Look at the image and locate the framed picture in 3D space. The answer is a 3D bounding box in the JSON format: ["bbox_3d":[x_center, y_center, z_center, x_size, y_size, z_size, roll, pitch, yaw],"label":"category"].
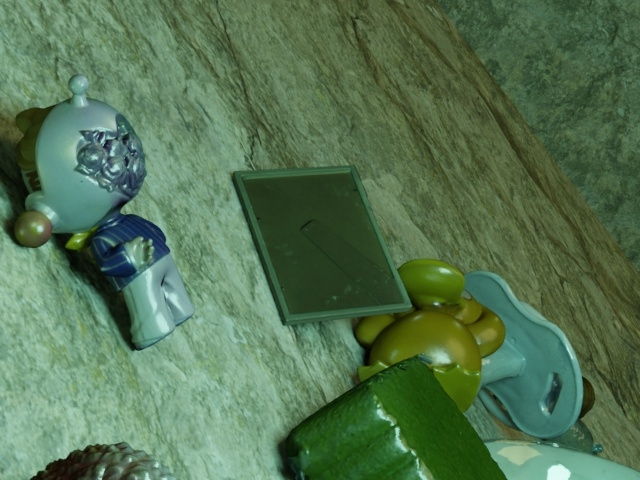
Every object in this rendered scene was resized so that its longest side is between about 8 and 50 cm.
[{"bbox_3d":[0.000,0.000,2.026,0.184,0.016,0.250,-6,55,-24],"label":"framed picture"}]

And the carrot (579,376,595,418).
[{"bbox_3d":[0.410,0.248,2.530,0.078,0.078,0.298,62,6,17],"label":"carrot"}]

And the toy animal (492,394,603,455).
[{"bbox_3d":[0.369,0.293,2.475,0.253,0.070,0.079,39,9,-30],"label":"toy animal"}]

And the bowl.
[{"bbox_3d":[0.316,0.385,2.050,0.313,0.146,0.313,11,12,-2],"label":"bowl"}]

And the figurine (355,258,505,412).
[{"bbox_3d":[0.147,0.142,2.082,0.215,0.215,0.228,38,49,-39],"label":"figurine"}]

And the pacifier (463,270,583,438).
[{"bbox_3d":[0.244,0.188,2.249,0.225,0.238,0.287,-14,47,-35],"label":"pacifier"}]

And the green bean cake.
[{"bbox_3d":[0.099,0.278,1.767,0.250,0.156,0.247,57,19,5],"label":"green bean cake"}]

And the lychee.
[{"bbox_3d":[-0.179,0.237,1.212,0.165,0.165,0.197,-100,168,-48],"label":"lychee"}]

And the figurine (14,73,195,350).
[{"bbox_3d":[-0.224,-0.021,1.576,0.194,0.133,0.274,-2,72,-53],"label":"figurine"}]
